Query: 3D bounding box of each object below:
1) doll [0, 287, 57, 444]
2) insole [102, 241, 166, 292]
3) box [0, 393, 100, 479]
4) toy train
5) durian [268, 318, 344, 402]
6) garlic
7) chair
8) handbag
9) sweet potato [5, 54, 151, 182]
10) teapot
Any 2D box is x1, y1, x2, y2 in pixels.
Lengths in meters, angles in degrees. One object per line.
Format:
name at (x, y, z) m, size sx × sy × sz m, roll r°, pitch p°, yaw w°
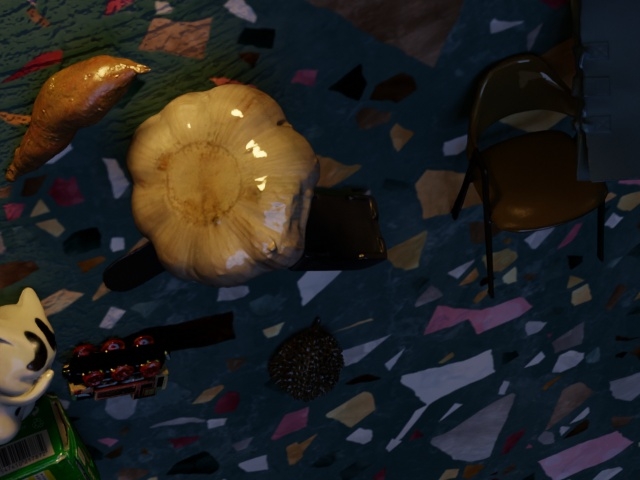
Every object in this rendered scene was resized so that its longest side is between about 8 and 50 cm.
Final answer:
doll at (-0.366, 0.152, 1.581) m, size 0.107 × 0.110 × 0.181 m, roll 32°, pitch 123°, yaw -4°
insole at (-0.156, -0.005, 1.611) m, size 0.232 × 0.003 × 0.080 m, roll -33°, pitch 141°, yaw 7°
box at (-0.416, 0.314, 1.740) m, size 0.250 × 0.103 × 0.180 m, roll -22°, pitch 142°, yaw -5°
toy train at (-0.257, 0.166, 1.707) m, size 0.138 × 0.050 × 0.087 m, roll -8°, pitch 141°, yaw -23°
durian at (-0.008, 0.172, 1.848) m, size 0.110 × 0.071 × 0.140 m, roll -8°, pitch 133°, yaw -24°
garlic at (-0.086, -0.057, 1.469) m, size 0.218 × 0.218 × 0.212 m, roll -41°, pitch 171°, yaw 16°
chair at (0.253, -0.080, 1.655) m, size 0.159 × 0.172 × 0.247 m, roll -18°, pitch 148°, yaw -10°
handbag at (0.354, -0.179, 1.573) m, size 0.144 × 0.057 × 0.221 m, roll -3°, pitch 94°, yaw -24°
sweet potato at (-0.263, -0.128, 1.366) m, size 0.226 × 0.068 × 0.068 m, roll -35°, pitch 144°, yaw 31°
teapot at (0.000, 0.000, 1.653) m, size 0.177 × 0.087 × 0.096 m, roll 1°, pitch 156°, yaw -32°
